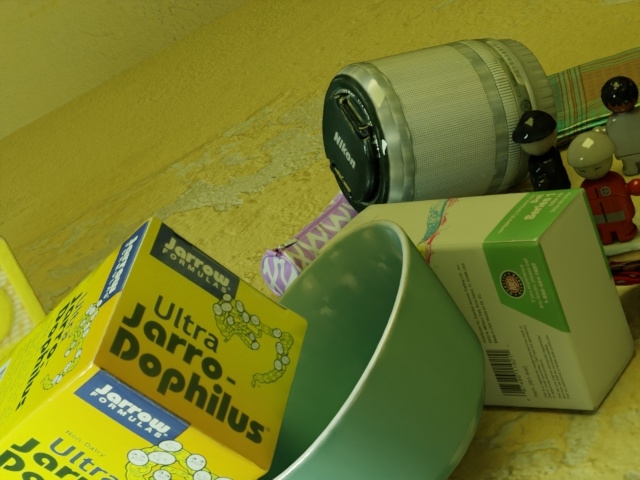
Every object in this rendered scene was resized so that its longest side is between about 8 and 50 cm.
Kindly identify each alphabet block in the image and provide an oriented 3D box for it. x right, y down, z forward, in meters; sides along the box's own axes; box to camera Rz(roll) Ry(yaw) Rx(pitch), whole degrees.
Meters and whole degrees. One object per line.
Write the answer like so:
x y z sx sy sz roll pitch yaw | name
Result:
-0.556 0.100 2.021 0.193 0.192 0.197 -34 25 -20 | alphabet block

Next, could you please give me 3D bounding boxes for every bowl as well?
0.044 0.150 1.279 0.311 0.163 0.312 -47 21 25 | bowl

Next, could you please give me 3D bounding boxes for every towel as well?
0.420 -0.224 2.001 0.370 0.040 0.271 -17 24 14 | towel

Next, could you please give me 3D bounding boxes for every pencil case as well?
0.000 0.000 1.840 0.086 0.088 0.206 2 32 42 | pencil case

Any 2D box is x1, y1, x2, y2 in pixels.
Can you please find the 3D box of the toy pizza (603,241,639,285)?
0.373 0.025 1.391 0.201 0.032 0.201 -5 -10 -1 | toy pizza

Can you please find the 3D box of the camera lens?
0.155 -0.153 1.787 0.274 0.220 0.219 -15 19 -20 | camera lens

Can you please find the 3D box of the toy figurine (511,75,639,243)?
0.372 -0.115 1.657 0.209 0.148 0.213 -28 22 -11 | toy figurine

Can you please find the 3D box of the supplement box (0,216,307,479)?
-0.206 0.176 1.286 0.356 0.194 0.195 -40 24 38 | supplement box

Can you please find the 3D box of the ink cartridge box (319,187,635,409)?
0.163 0.064 1.389 0.278 0.201 0.117 -3 29 40 | ink cartridge box
